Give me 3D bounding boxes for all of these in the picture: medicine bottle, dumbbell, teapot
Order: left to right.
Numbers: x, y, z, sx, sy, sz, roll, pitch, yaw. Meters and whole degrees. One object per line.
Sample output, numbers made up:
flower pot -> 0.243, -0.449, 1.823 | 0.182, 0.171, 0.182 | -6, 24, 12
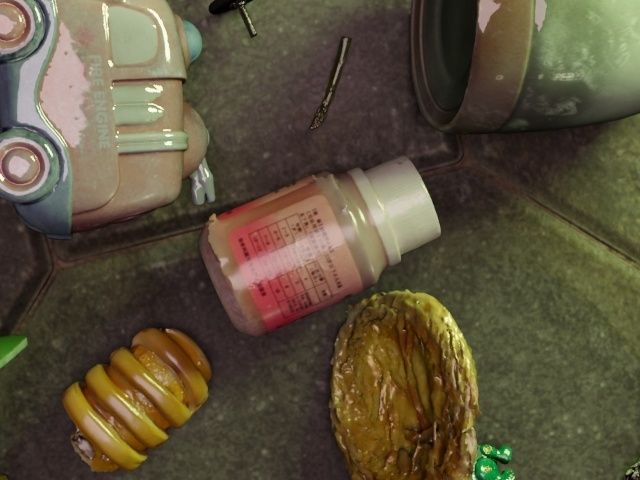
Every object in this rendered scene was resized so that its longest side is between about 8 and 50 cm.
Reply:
dumbbell -> -0.104, -0.295, 1.046 | 0.069, 0.069, 0.147 | -25, 94, -3
medicine bottle -> 0.000, 0.000, 1.034 | 0.247, 0.147, 0.147 | -23, 95, -3
teapot -> 0.277, -0.263, 0.980 | 0.312, 0.233, 0.315 | -2, 132, -12

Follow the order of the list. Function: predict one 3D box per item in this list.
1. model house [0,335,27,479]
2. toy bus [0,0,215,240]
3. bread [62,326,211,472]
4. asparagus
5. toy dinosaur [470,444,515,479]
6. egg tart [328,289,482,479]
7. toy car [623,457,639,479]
model house -> -0.455, 0.281, 0.918 | 0.300, 0.340, 0.324 | -5, 97, -3
toy bus -> -0.234, -0.150, 0.991 | 0.231, 0.197, 0.294 | -5, 93, -14
bread -> -0.205, 0.176, 1.058 | 0.177, 0.084, 0.119 | -42, 96, -5
asparagus -> 0.012, -0.180, 1.089 | 0.015, 0.014, 0.114 | 18, 91, -4
toy dinosaur -> 0.168, 0.264, 1.087 | 0.096, 0.059, 0.132 | 21, 47, -12
egg tart -> 0.103, 0.173, 1.045 | 0.098, 0.232, 0.252 | 4, 55, -38
toy car -> 0.401, 0.272, 1.138 | 0.041, 0.025, 0.093 | 44, 86, -4
